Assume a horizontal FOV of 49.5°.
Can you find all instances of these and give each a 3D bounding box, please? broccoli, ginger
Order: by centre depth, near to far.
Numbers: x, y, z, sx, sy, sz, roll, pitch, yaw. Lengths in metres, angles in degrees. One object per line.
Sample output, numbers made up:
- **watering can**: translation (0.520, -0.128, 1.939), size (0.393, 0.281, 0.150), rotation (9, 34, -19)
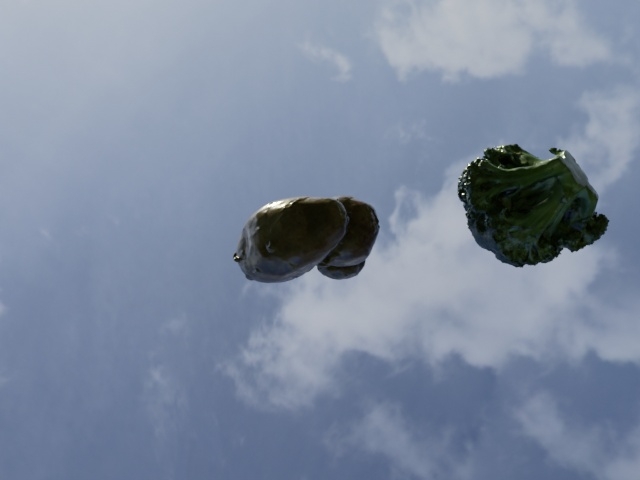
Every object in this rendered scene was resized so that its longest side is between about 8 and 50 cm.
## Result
- **broccoli**: translation (0.400, -0.080, 1.320), size (0.295, 0.245, 0.265), rotation (20, -120, -28)
- **ginger**: translation (0.000, 0.000, 1.327), size (0.304, 0.244, 0.155), rotation (7, -128, -43)
